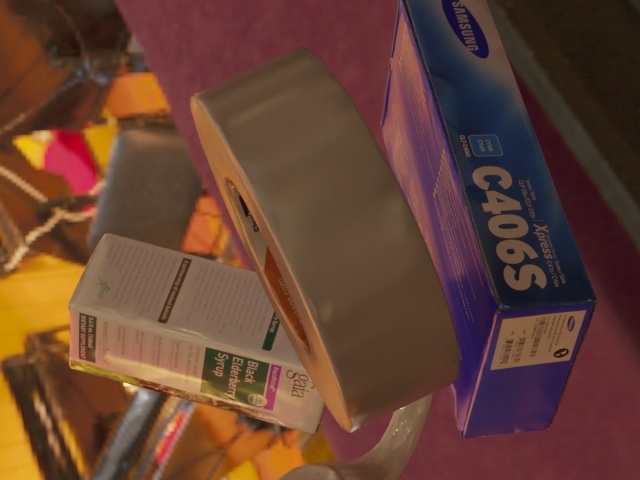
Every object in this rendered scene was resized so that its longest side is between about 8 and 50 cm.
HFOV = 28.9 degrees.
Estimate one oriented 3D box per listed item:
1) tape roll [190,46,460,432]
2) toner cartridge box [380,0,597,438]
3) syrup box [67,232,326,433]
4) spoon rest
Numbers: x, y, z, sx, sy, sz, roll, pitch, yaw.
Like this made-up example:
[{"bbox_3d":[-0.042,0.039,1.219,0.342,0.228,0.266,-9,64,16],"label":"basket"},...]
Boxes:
[{"bbox_3d":[0.000,0.000,0.732,0.219,0.072,0.219,156,90,-82],"label":"tape roll"},{"bbox_3d":[0.121,-0.033,0.996,0.165,0.075,0.347,98,166,-49],"label":"toner cartridge box"},{"bbox_3d":[-0.098,0.083,1.116,0.093,0.237,0.096,102,-175,-47],"label":"syrup box"},{"bbox_3d":[0.032,0.226,1.213,0.137,0.276,0.084,10,135,37],"label":"spoon rest"}]
